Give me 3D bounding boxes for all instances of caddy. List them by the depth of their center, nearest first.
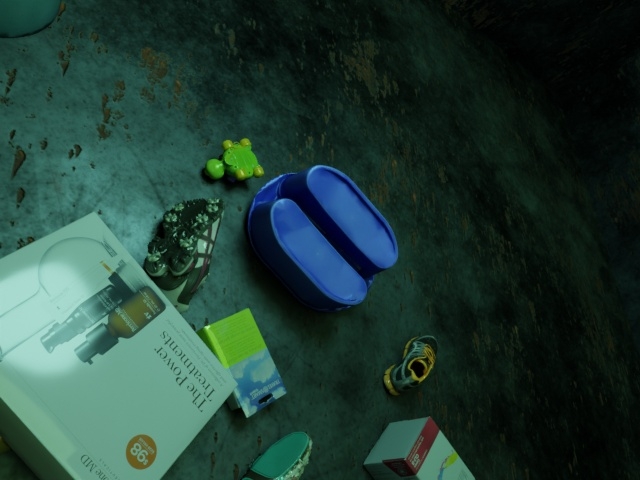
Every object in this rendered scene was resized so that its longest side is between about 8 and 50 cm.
[{"bbox_3d":[0.000,0.000,1.128,0.241,0.179,0.341,-45,100,-21],"label":"caddy"}]

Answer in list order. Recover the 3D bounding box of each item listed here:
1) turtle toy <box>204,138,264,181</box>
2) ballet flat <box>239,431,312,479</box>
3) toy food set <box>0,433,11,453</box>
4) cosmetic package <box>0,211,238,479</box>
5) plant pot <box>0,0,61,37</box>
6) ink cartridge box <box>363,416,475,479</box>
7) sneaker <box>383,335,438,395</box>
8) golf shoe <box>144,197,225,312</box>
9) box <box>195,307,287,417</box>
[{"bbox_3d":[-0.191,-0.166,1.123,0.130,0.066,0.095,-17,80,-45],"label":"turtle toy"},{"bbox_3d":[-0.099,0.430,0.880,0.241,0.091,0.077,-32,121,-42],"label":"ballet flat"},{"bbox_3d":[-0.446,0.222,0.703,0.192,0.038,0.132,-29,88,-46],"label":"toy food set"},{"bbox_3d":[-0.336,0.176,0.760,0.377,0.097,0.284,52,38,-7],"label":"cosmetic package"},{"bbox_3d":[-0.584,-0.538,0.889,0.290,0.195,0.290,21,54,-32],"label":"plant pot"},{"bbox_3d":[0.208,0.484,1.071,0.176,0.128,0.127,54,44,-4],"label":"ink cartridge box"},{"bbox_3d":[0.239,0.295,1.238,0.084,0.083,0.215,55,42,-1],"label":"sneaker"},{"bbox_3d":[-0.248,0.012,0.967,0.273,0.105,0.120,-75,165,-55],"label":"golf shoe"},{"bbox_3d":[-0.146,0.228,0.961,0.109,0.042,0.178,-20,82,-45],"label":"box"}]
